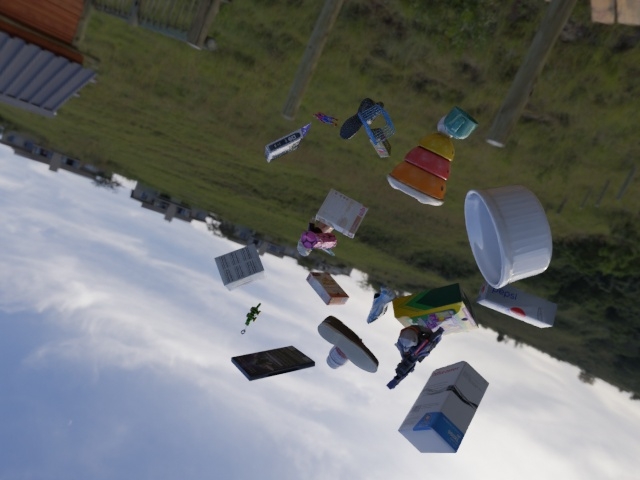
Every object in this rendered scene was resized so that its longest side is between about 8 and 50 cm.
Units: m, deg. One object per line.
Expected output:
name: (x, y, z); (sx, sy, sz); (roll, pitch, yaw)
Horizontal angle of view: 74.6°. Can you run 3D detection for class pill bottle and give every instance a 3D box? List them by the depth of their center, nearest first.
pill bottle: (0.121, 0.617, 2.321); (0.121, 0.216, 0.121); (22, -144, -17)

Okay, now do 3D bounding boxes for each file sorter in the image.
file sorter: (0.244, -0.510, 1.827); (0.118, 0.104, 0.170); (57, -168, -26)

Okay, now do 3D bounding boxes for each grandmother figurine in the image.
grandmother figurine: (-0.006, -0.045, 2.354); (0.104, 0.342, 0.207); (6, 135, 50)

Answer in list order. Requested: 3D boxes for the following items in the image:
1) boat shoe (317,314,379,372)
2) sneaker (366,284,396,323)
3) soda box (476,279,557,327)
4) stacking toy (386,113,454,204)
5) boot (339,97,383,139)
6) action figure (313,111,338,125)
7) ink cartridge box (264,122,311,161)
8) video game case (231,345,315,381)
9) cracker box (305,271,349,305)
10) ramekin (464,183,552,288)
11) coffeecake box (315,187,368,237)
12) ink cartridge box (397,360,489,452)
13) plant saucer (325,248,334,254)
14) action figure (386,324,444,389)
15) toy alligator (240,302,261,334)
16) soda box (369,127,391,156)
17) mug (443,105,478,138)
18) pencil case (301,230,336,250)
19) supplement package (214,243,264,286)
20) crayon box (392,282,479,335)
boat shoe: (0.138, 0.462, 1.893); (0.324, 0.116, 0.097); (36, -139, 13)
sneaker: (0.267, 0.296, 1.929); (0.085, 0.237, 0.086); (-20, -124, -44)
soda box: (0.796, 0.256, 1.708); (0.286, 0.098, 0.091); (22, 164, 4)
stacking toy: (0.608, -0.458, 2.280); (0.351, 0.479, 0.350); (23, -162, -8)
boot: (0.218, -0.606, 2.136); (0.083, 0.246, 0.161); (50, -153, 16)
action figure: (0.019, -0.531, 1.827); (0.115, 0.038, 0.030); (24, -138, 16)
ink cartridge box: (-0.132, -0.403, 1.750); (0.045, 0.208, 0.206); (61, 173, -4)
video game case: (-0.187, 0.475, 1.648); (0.274, 0.026, 0.196); (-4, -171, -31)
cracker box: (0.040, 0.277, 2.442); (0.156, 0.067, 0.232); (6, -150, -45)
ramekin: (0.504, -0.019, 1.140); (0.135, 0.277, 0.277); (-13, -172, 5)
coffeecake box: (0.094, -0.119, 1.842); (0.185, 0.142, 0.068); (28, 165, 4)
ink cartridge box: (0.591, 0.798, 2.015); (0.166, 0.395, 0.285); (44, 147, 2)
plant saucer: (0.012, 0.043, 2.634); (0.192, 0.018, 0.067); (29, 168, 48)
action figure: (0.368, 0.484, 1.830); (0.178, 0.341, 0.330); (41, 163, 28)
toy alligator: (-0.369, 0.410, 2.211); (0.056, 0.189, 0.051); (29, 170, 14)
soda box: (0.312, -0.506, 2.180); (0.058, 0.061, 0.181); (-1, 159, 27)
mug: (0.583, -0.498, 1.790); (0.158, 0.097, 0.129); (6, -136, -41)
pencil case: (0.000, 0.000, 2.003); (0.098, 0.095, 0.209); (-18, 172, 29)
supplement package: (-0.389, 0.137, 2.073); (0.194, 0.203, 0.149); (102, 146, -75)
crayon box: (0.552, 0.350, 2.001); (0.363, 0.313, 0.106); (46, -145, -48)
